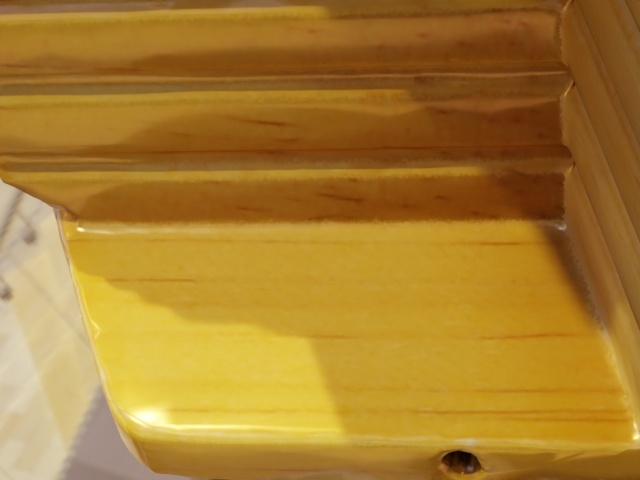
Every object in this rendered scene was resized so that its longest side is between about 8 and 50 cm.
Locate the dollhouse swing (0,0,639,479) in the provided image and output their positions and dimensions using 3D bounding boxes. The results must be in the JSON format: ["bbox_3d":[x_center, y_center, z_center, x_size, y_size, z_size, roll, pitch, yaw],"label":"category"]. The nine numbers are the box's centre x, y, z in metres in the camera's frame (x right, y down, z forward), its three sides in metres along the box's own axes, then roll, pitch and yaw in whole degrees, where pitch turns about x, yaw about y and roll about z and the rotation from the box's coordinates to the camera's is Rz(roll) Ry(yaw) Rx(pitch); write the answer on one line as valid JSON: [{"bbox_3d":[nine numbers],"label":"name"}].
[{"bbox_3d":[0.000,0.000,0.345,0.315,0.347,0.305,0,52,9],"label":"dollhouse swing"}]
